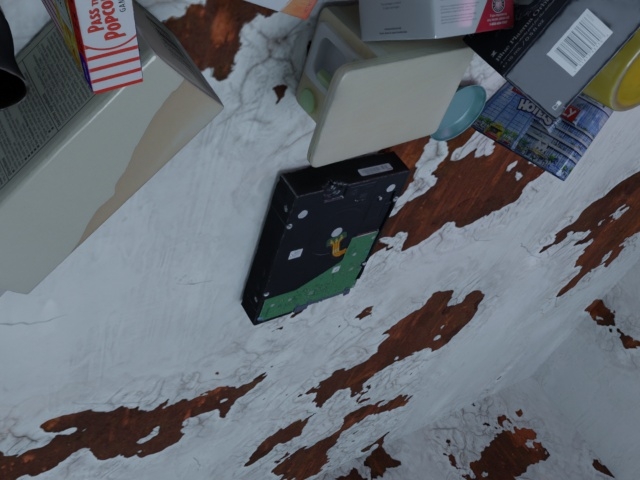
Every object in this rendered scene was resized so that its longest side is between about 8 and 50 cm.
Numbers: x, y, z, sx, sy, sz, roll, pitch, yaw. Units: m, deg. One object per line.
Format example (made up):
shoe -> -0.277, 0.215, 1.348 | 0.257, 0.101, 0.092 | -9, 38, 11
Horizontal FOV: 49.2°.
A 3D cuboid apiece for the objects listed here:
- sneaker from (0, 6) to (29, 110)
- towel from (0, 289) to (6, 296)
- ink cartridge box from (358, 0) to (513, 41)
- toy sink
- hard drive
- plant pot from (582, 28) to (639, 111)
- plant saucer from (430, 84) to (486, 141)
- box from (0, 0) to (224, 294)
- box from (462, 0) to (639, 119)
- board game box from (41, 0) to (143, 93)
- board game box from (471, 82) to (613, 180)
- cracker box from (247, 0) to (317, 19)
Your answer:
sneaker -> -0.360, -0.160, 0.570 | 0.222, 0.118, 0.083 | -12, 144, -35
towel -> -0.500, 0.070, 0.835 | 0.282, 0.049, 0.187 | -41, 151, 9
ink cartridge box -> 0.123, -0.315, 0.767 | 0.128, 0.127, 0.176 | -16, 111, -31
toy sink -> 0.060, -0.214, 0.918 | 0.234, 0.131, 0.153 | -21, 148, -33
hard drive -> 0.000, 0.000, 1.237 | 0.236, 0.064, 0.339 | -16, 145, -31
plant pot -> 0.398, -0.322, 1.001 | 0.253, 0.239, 0.254 | -26, 149, -17
plant saucer -> 0.229, -0.222, 1.193 | 0.119, 0.021, 0.119 | -26, 149, -17
box -> -0.270, -0.101, 0.727 | 0.311, 0.148, 0.121 | -40, 151, 11
box -> 0.266, -0.248, 0.809 | 0.093, 0.158, 0.156 | 31, 111, -22
board game box -> -0.202, -0.234, 0.551 | 0.045, 0.193, 0.147 | -22, 148, -22
board game box -> 0.392, -0.236, 1.215 | 0.060, 0.194, 0.194 | 16, 109, -56
cracker box -> -0.071, -0.324, 0.686 | 0.232, 0.067, 0.156 | 0, 135, -45
